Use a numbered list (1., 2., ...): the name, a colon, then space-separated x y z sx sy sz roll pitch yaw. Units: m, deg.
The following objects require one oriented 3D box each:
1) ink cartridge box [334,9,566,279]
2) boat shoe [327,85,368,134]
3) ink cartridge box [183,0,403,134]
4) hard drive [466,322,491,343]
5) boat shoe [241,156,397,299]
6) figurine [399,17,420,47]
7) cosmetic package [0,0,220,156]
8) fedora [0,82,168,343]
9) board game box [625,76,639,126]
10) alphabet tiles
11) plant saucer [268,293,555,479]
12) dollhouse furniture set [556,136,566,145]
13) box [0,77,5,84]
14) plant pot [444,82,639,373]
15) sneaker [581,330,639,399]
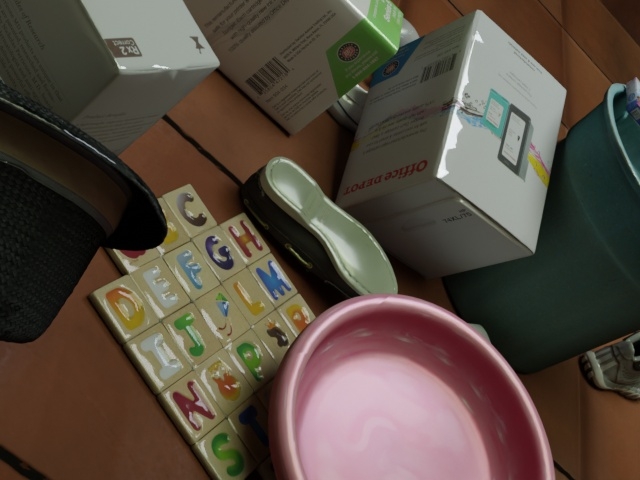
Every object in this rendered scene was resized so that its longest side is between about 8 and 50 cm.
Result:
1. ink cartridge box: 0.176 -0.120 1.382 0.197 0.198 0.270 34 59 -29
2. boat shoe: 0.086 -0.186 1.516 0.226 0.076 0.083 43 33 -18
3. ink cartridge box: -0.059 -0.300 1.315 0.273 0.198 0.114 42 34 -21
4. hard drive: 0.140 0.192 1.257 0.319 0.040 0.210 12 52 -50
5. boat shoe: 0.000 0.000 1.234 0.227 0.069 0.081 48 44 -11
6. figurine: 0.176 -0.274 1.717 0.209 0.092 0.214 35 36 -22
7. cosmetic package: -0.230 -0.175 0.984 0.151 0.184 0.151 59 31 6
8. fedora: -0.285 -0.018 0.748 0.334 0.334 0.152 30 70 -35
9. board game box: 0.451 -0.169 1.403 0.090 0.020 0.090 45 32 -15
10. alphabet tiles: -0.089 0.102 1.076 0.342 0.011 0.285 55 32 1
11. plant saucer: 0.087 0.218 1.050 0.332 0.084 0.332 16 54 -24
12. dollhouse furniture set: 0.408 -0.110 1.919 0.144 0.123 0.151 49 67 -10
13. box: -0.349 -0.168 0.784 0.233 0.159 0.044 32 75 8
14. plant pot: 0.376 0.009 1.472 0.341 0.334 0.341 34 37 -31
15. sneaker: 0.542 0.201 1.704 0.229 0.132 0.086 10 53 -48
